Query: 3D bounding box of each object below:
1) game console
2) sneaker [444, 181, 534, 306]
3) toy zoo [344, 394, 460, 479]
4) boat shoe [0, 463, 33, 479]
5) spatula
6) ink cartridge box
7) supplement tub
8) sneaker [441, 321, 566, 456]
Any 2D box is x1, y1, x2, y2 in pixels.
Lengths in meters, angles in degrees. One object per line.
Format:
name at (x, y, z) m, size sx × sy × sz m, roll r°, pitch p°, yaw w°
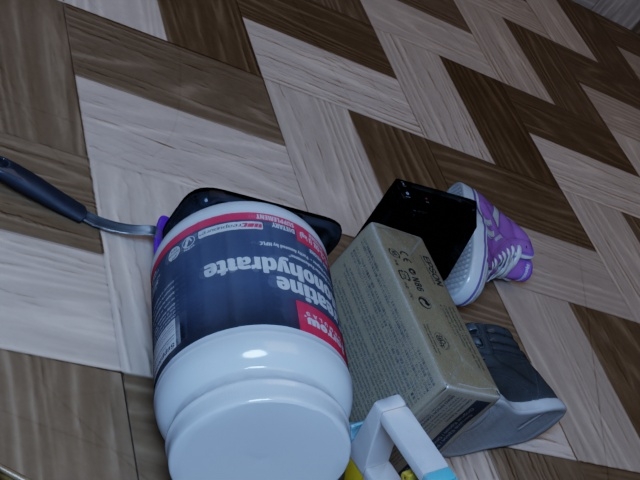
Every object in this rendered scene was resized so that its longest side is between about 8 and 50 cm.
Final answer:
game console at (0.000, 0.000, 1.340) m, size 0.361 × 0.213 × 0.044 m, roll 14°, pitch 38°, yaw -29°
sneaker at (0.253, 0.026, 1.679) m, size 0.161 × 0.102 × 0.282 m, roll 35°, pitch 31°, yaw -13°
toy zoo at (0.093, 0.280, 1.063) m, size 0.030 × 0.192 × 0.293 m, roll -13°, pitch 45°, yaw -26°
boat shoe at (-0.293, 0.184, 0.843) m, size 0.324 × 0.120 × 0.122 m, roll 34°, pitch 30°, yaw -21°
spatula at (-0.242, -0.023, 1.289) m, size 0.296 × 0.030 × 0.084 m, roll 26°, pitch 35°, yaw -21°
ink cartridge box at (0.065, 0.131, 1.248) m, size 0.088 × 0.193 × 0.235 m, roll 15°, pitch 38°, yaw -37°
supplement tub at (-0.071, 0.110, 1.135) m, size 0.191 × 0.191 × 0.272 m, roll 21°, pitch 34°, yaw -26°
sneaker at (0.175, 0.174, 1.404) m, size 0.296 × 0.104 × 0.147 m, roll 8°, pitch 40°, yaw -49°
